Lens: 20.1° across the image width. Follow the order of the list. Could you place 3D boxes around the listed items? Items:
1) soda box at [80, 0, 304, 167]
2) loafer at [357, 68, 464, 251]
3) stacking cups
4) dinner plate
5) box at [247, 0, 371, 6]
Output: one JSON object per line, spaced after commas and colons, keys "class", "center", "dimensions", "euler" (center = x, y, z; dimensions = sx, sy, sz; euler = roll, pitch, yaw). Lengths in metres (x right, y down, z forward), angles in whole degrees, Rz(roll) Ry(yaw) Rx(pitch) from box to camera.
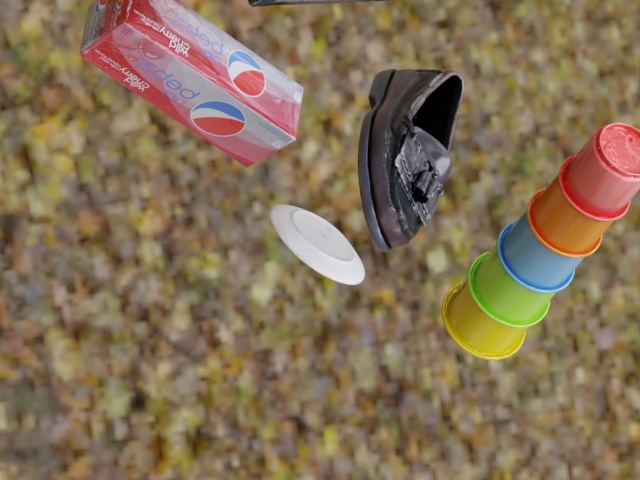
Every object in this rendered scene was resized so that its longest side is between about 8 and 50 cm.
{"class": "soda box", "center": [-0.145, -0.193, 2.077], "dimensions": [0.263, 0.092, 0.083], "euler": [32, 48, -31]}
{"class": "loafer", "center": [0.100, -0.101, 1.917], "dimensions": [0.302, 0.095, 0.109], "euler": [-81, 154, -56]}
{"class": "stacking cups", "center": [0.215, 0.003, 1.737], "dimensions": [0.096, 0.316, 0.096], "euler": [10, 56, -15]}
{"class": "dinner plate", "center": [0.000, 0.000, 2.194], "dimensions": [0.141, 0.017, 0.141], "euler": [33, 21, -15]}
{"class": "box", "center": [0.144, -0.330, 1.596], "dimensions": [0.343, 0.312, 0.179], "euler": [-8, 89, -37]}
